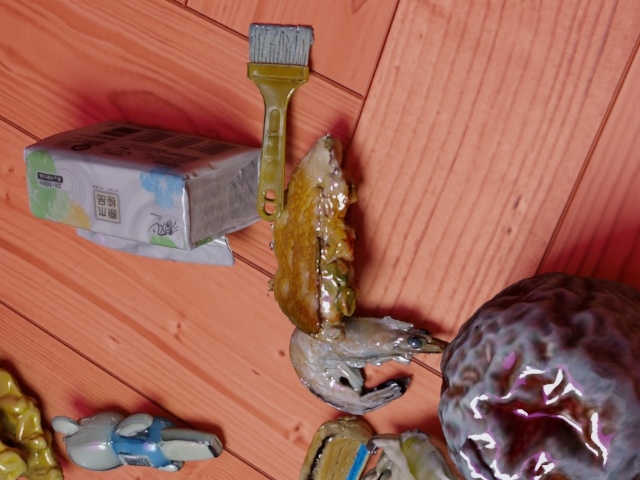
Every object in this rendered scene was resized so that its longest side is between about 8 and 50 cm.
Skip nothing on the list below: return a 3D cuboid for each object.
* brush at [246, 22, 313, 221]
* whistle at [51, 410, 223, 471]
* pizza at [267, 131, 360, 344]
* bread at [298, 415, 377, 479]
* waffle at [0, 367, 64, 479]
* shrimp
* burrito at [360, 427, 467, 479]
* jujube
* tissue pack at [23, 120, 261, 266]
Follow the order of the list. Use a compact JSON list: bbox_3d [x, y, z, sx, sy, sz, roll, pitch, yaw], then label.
[{"bbox_3d":[-0.051,-0.129,1.432,0.082,0.010,0.218,6,94,31],"label":"brush"},{"bbox_3d":[-0.230,0.254,1.653,0.235,0.077,0.114,-4,132,27],"label":"whistle"},{"bbox_3d":[0.000,0.000,1.434,0.147,0.069,0.226,-3,87,63],"label":"pizza"},{"bbox_3d":[0.017,0.251,1.507,0.072,0.053,0.106,13,120,-15],"label":"bread"},{"bbox_3d":[-0.507,0.307,1.791,0.261,0.151,0.324,51,120,14],"label":"waffle"},{"bbox_3d":[0.057,0.140,1.457,0.223,0.047,0.126,-4,110,39],"label":"shrimp"},{"bbox_3d":[0.105,0.374,1.446,0.190,0.135,0.332,33,107,51],"label":"burrito"},{"bbox_3d":[0.221,0.137,1.202,0.226,0.317,0.226,3,99,20],"label":"jujube"},{"bbox_3d":[-0.200,-0.043,1.488,0.229,0.159,0.145,11,111,28],"label":"tissue pack"}]
